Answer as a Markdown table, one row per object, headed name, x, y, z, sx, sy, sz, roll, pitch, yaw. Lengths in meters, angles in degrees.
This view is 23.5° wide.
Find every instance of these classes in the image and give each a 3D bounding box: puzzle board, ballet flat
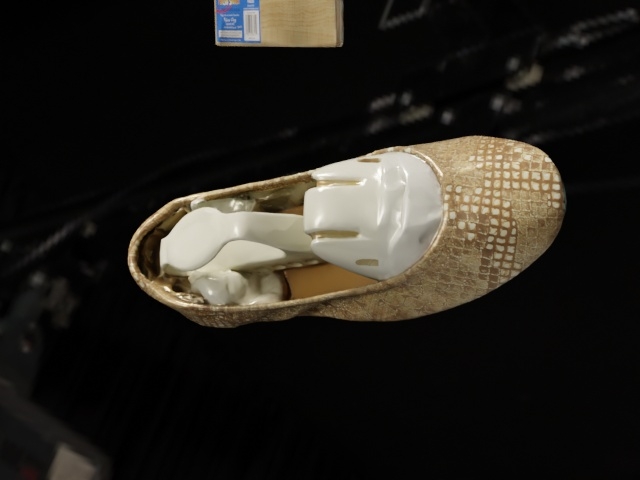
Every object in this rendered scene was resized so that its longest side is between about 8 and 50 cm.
| name | x | y | z | sx | sy | sz | roll | pitch | yaw |
| --- | --- | --- | --- | --- | --- | --- | --- | --- | --- |
| puzzle board | -0.020 | -0.137 | 0.701 | 0.011 | 0.096 | 0.128 | -6 | 9 | -26 |
| ballet flat | 0.000 | 0.000 | 0.632 | 0.206 | 0.073 | 0.067 | -16 | -19 | 37 |
